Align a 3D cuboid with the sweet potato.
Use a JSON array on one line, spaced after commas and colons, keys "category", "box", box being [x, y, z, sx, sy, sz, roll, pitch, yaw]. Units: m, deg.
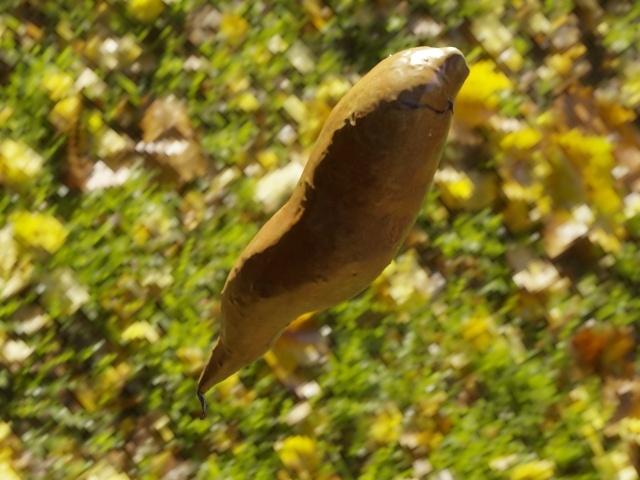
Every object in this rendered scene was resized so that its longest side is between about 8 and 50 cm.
[{"category": "sweet potato", "box": [0.000, 0.000, 0.797, 0.056, 0.195, 0.056, 32, 23, -15]}]
